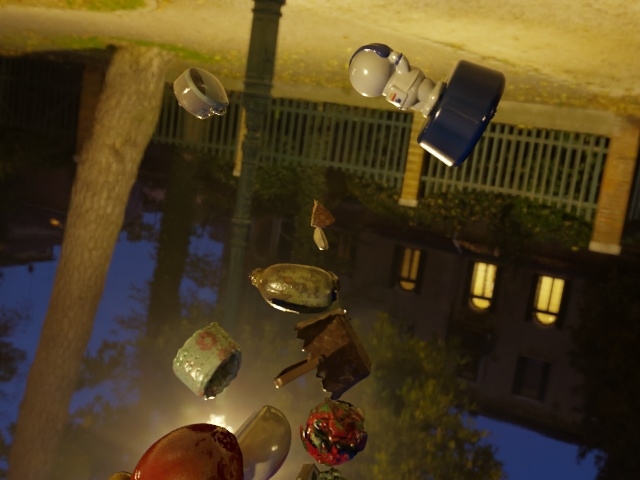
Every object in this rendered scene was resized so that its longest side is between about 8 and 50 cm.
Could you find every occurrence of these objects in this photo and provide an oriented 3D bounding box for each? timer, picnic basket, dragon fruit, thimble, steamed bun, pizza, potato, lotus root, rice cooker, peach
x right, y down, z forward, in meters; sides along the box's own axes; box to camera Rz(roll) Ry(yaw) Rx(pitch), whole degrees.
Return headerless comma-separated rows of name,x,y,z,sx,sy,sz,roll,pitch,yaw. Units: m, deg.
timer,0.252,-0.389,1.714,0.383,0.270,0.270,27,-172,0
picnic basket,-0.003,0.415,2.311,0.320,0.291,0.254,-28,177,2
dragon fruit,0.040,0.507,1.764,0.182,0.182,0.189,13,-132,33
thimble,-0.339,0.367,2.027,0.149,0.211,0.185,38,-169,23
steamed bun,-0.202,0.684,2.154,0.177,0.283,0.283,41,-171,0
pizza,0.008,-0.076,2.241,0.099,0.100,0.029,25,149,-31
potato,0.000,0.000,2.386,0.036,0.093,0.037,-28,155,20
lotus root,-0.092,0.158,2.223,0.309,0.173,0.173,6,-173,9
rice cooker,-0.394,-0.483,2.187,0.127,0.145,0.206,-27,161,15
peach,-0.347,0.643,1.774,0.307,0.308,0.332,13,-136,33

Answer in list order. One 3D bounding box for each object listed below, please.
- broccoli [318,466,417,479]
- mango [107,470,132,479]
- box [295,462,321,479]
broccoli,0.131,0.631,1.620,0.303,0.146,0.165,0,-132,-15
mango,-0.564,0.755,1.810,0.129,0.262,0.167,16,179,18
box,0.007,0.783,1.785,0.047,0.325,0.180,-13,-154,33
